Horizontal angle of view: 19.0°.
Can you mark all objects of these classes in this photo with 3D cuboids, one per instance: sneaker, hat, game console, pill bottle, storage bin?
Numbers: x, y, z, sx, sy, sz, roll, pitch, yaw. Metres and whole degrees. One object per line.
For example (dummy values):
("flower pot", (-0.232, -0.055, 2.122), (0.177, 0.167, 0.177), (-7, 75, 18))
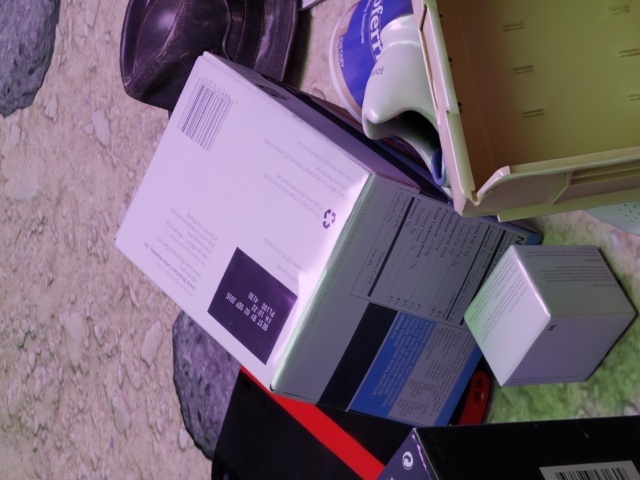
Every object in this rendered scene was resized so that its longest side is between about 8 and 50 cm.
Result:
("sneaker", (0.164, -0.074, 1.642), (0.129, 0.297, 0.111), (-62, 1, -29))
("hat", (-0.156, -0.232, 2.240), (0.331, 0.134, 0.331), (0, 90, 57))
("game console", (0.023, 0.211, 2.038), (0.386, 0.060, 0.342), (36, 112, 50))
("pill bottle", (0.130, -0.196, 1.771), (0.265, 0.153, 0.153), (-26, 67, 60))
("storage bin", (0.218, -0.168, 1.549), (0.123, 0.260, 0.262), (98, 163, -72))

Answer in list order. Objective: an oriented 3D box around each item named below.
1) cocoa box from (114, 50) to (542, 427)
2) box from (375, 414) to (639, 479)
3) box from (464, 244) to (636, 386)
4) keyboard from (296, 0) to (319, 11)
("cocoa box", (0.000, 0.000, 1.881), (0.347, 0.228, 0.231), (38, 106, 51))
("box", (0.158, 0.301, 1.598), (0.294, 0.296, 0.182), (-58, 44, 37))
("box", (0.205, 0.067, 1.713), (0.102, 0.101, 0.087), (-60, 43, 38))
("keyboard", (0.040, -0.318, 2.060), (0.256, 0.014, 0.072), (-21, 71, 54))
